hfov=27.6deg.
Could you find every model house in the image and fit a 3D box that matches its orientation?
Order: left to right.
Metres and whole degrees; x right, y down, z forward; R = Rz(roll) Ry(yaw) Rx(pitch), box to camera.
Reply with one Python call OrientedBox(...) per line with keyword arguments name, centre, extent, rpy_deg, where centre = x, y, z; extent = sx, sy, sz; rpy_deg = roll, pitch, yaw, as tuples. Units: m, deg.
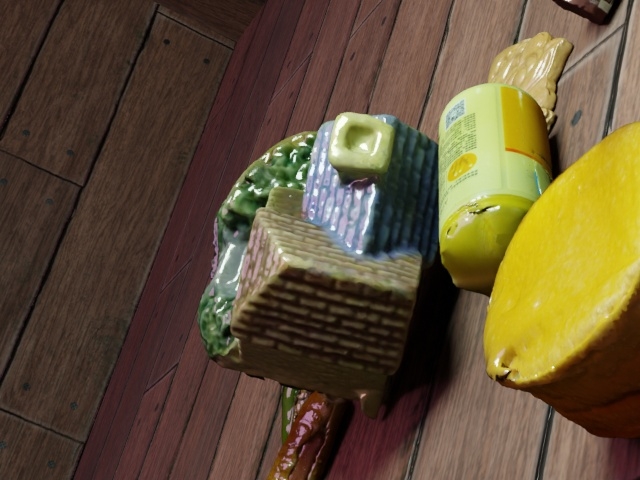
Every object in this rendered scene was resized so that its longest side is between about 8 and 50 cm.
OrientedBox(name="model house", centre=(0.000, 0.000, 1.423), extent=(0.266, 0.261, 0.321), rpy_deg=(101, -178, -73))

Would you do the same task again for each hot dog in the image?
OrientedBox(name="hot dog", centre=(-0.043, 0.313, 1.597), extent=(0.088, 0.061, 0.286), rpy_deg=(137, 158, -83))

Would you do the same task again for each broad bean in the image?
OrientedBox(name="broad bean", centre=(-0.015, 0.151, 1.785), extent=(0.060, 0.043, 0.297), rpy_deg=(91, -167, -57))

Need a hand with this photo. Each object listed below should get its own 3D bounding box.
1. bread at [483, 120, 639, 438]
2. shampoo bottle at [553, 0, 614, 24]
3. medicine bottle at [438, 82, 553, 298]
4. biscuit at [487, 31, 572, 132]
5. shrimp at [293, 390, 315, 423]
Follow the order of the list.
OrientedBox(name="bread", centre=(0.226, 0.030, 0.912), extent=(0.269, 0.143, 0.195), rpy_deg=(132, 156, -54))
OrientedBox(name="shampoo bottle", centre=(0.320, -0.346, 1.356), extent=(0.236, 0.067, 0.068), rpy_deg=(-64, 5, 7))
OrientedBox(name="medicine bottle", centre=(0.175, -0.048, 1.287), extent=(0.124, 0.124, 0.239), rpy_deg=(-55, 19, 34))
OrientedBox(name="biscuit", centre=(0.226, -0.172, 1.493), extent=(0.162, 0.035, 0.250), rpy_deg=(-56, 15, 18))
OrientedBox(name="shrimp", centre=(0.004, 0.174, 1.695), extent=(0.091, 0.043, 0.184), rpy_deg=(143, 144, -64))
